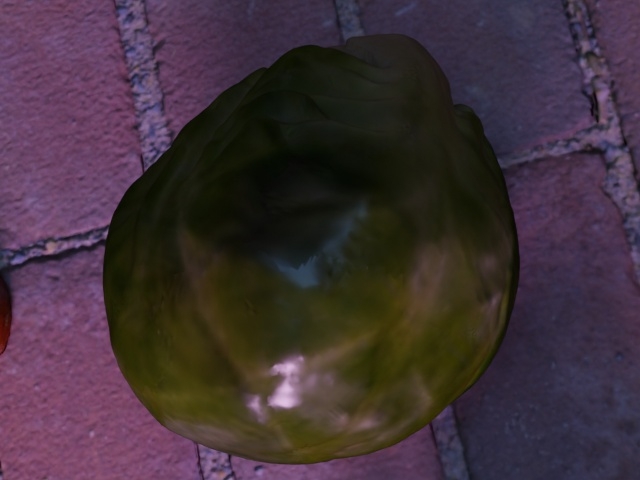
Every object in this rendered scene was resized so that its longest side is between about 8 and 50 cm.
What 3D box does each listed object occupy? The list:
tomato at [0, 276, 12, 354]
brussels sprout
[{"bbox_3d":[-0.372,0.064,1.036,0.155,0.069,0.156,-2,79,11],"label":"tomato"},{"bbox_3d":[0.006,0.002,0.875,0.289,0.281,0.355,-10,54,39],"label":"brussels sprout"}]
